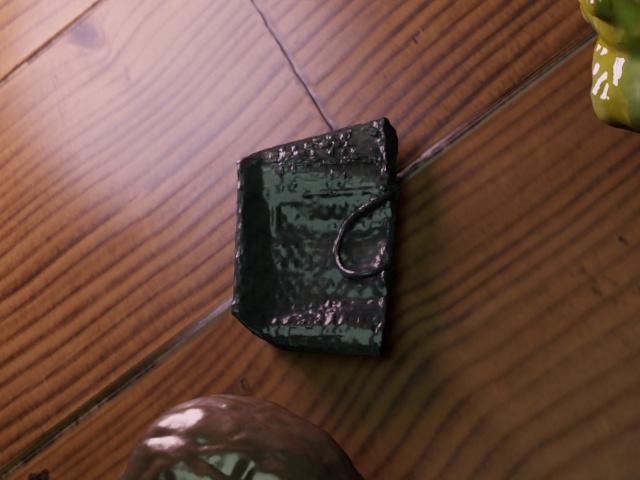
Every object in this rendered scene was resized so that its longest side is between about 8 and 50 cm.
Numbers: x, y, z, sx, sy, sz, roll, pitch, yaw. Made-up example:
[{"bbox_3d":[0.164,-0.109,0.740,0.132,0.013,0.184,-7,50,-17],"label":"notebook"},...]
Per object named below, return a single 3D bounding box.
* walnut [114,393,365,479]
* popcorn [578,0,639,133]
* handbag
[{"bbox_3d":[-0.076,0.277,1.578,0.273,0.273,0.227,12,44,33],"label":"walnut"},{"bbox_3d":[0.359,-0.248,1.518,0.312,0.312,0.312,-12,64,25],"label":"popcorn"},{"bbox_3d":[0.000,0.000,1.749,0.175,0.088,0.270,-6,66,19],"label":"handbag"}]
